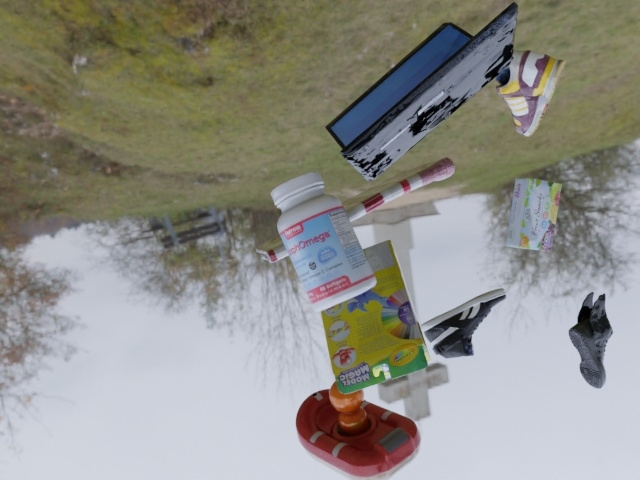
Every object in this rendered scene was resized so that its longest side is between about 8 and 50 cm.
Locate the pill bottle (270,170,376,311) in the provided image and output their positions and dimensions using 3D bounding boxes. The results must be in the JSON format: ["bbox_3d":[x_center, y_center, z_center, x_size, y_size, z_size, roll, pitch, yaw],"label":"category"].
[{"bbox_3d":[0.000,0.000,0.825,0.087,0.160,0.087,-25,176,-2],"label":"pill bottle"}]

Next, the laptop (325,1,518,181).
[{"bbox_3d":[0.103,-0.198,0.820,0.234,0.136,0.264,-41,167,8],"label":"laptop"}]

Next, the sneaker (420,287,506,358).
[{"bbox_3d":[0.359,0.207,1.584,0.217,0.121,0.079,-27,172,5],"label":"sneaker"}]

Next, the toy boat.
[{"bbox_3d":[0.053,0.301,1.136,0.151,0.151,0.231,-24,-160,-35],"label":"toy boat"}]

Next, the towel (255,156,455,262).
[{"bbox_3d":[0.049,-0.045,1.137,0.329,0.037,0.237,-28,-176,-8],"label":"towel"}]

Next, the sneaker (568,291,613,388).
[{"bbox_3d":[0.521,0.189,1.258,0.089,0.170,0.051,-33,-161,-24],"label":"sneaker"}]

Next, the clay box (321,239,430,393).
[{"bbox_3d":[0.070,0.112,0.935,0.128,0.053,0.222,-20,-132,9],"label":"clay box"}]

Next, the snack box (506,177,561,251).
[{"bbox_3d":[0.432,-0.052,1.351,0.100,0.141,0.037,5,-177,-29],"label":"snack box"}]

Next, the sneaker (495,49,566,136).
[{"bbox_3d":[0.297,-0.220,0.978,0.084,0.069,0.185,25,165,12],"label":"sneaker"}]
